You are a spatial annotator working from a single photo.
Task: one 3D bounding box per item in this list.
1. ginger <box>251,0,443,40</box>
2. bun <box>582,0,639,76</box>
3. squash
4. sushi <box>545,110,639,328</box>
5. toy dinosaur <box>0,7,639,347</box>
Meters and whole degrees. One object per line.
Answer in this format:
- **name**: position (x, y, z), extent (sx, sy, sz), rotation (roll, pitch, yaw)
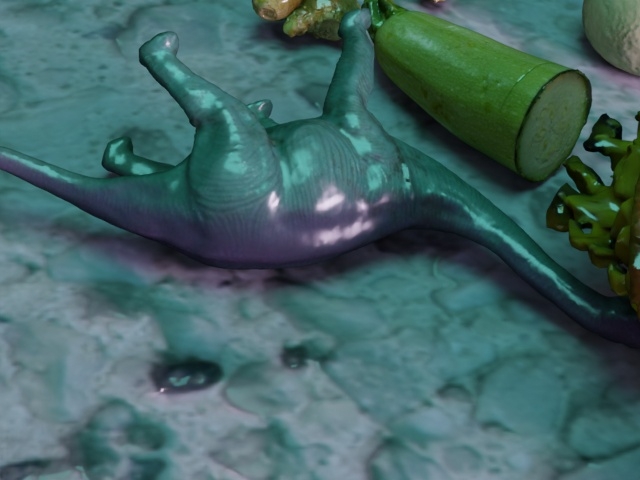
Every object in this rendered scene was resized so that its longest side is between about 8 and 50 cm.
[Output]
- **ginger**: position (0.027, -0.234, 1.285), extent (0.193, 0.053, 0.176), rotation (5, 42, -16)
- **bun**: position (0.321, -0.210, 1.263), extent (0.188, 0.111, 0.164), rotation (3, 39, -2)
- **squash**: position (0.108, -0.141, 1.167), extent (0.094, 0.094, 0.224), rotation (-27, 49, -33)
- **sushi**: position (0.283, -0.024, 1.011), extent (0.167, 0.179, 0.296), rotation (49, 53, -21)
- **toy dinosaur**: position (0.000, 0.000, 1.000), extent (0.383, 0.129, 0.331), rotation (-20, 58, -27)
